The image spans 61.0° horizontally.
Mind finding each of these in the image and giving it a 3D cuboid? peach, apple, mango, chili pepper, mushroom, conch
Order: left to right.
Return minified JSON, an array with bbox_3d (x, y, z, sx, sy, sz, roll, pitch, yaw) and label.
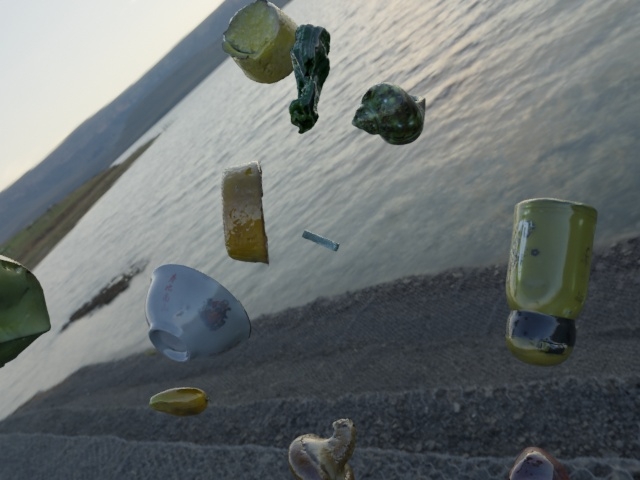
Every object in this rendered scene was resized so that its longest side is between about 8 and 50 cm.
[{"bbox_3d":[-0.512,0.110,0.772,0.188,0.174,0.207,-40,-33,-70],"label":"apple"},{"bbox_3d":[-0.405,0.465,1.561,0.188,0.101,0.066,-2,44,5],"label":"mango"},{"bbox_3d":[-0.025,-0.343,1.146,0.084,0.099,0.253,0,65,10],"label":"chili pepper"},{"bbox_3d":[0.016,0.779,1.896,0.267,0.267,0.254,-77,3,-57],"label":"mushroom"},{"bbox_3d":[0.154,-0.287,1.225,0.187,0.182,0.124,48,119,53],"label":"conch"},{"bbox_3d":[0.526,0.578,1.330,0.152,0.152,0.152,-36,21,17],"label":"peach"}]

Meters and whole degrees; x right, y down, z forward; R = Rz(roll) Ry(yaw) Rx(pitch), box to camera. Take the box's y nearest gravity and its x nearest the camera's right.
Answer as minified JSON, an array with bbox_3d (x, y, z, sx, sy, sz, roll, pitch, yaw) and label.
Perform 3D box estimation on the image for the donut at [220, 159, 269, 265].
[{"bbox_3d":[-0.196,-0.069,1.406,0.109,0.277,0.277,-5,21,-7],"label":"donut"}]

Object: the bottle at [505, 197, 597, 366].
[{"bbox_3d":[0.486,0.095,1.178,0.171,0.172,0.351,0,77,61],"label":"bottle"}]

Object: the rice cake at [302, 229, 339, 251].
[{"bbox_3d":[0.000,0.000,1.329,0.121,0.022,0.022,22,94,44],"label":"rice cake"}]

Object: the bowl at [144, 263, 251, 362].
[{"bbox_3d":[-0.384,0.243,1.547,0.346,0.345,0.157,-24,24,41],"label":"bowl"}]

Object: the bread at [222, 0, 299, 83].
[{"bbox_3d":[-0.144,-0.493,1.357,0.197,0.197,0.170,-37,-21,15],"label":"bread"}]
